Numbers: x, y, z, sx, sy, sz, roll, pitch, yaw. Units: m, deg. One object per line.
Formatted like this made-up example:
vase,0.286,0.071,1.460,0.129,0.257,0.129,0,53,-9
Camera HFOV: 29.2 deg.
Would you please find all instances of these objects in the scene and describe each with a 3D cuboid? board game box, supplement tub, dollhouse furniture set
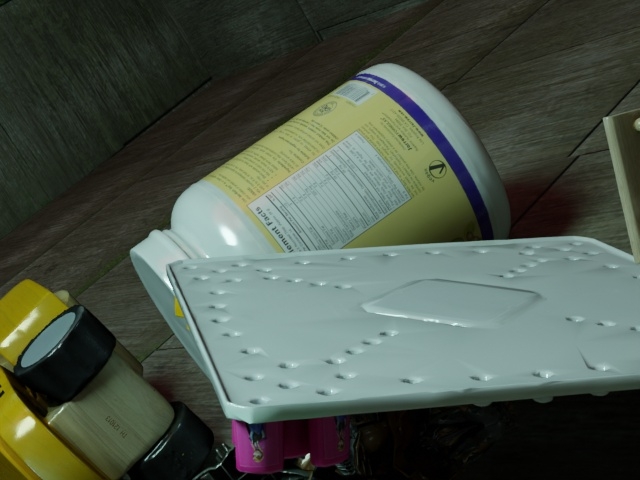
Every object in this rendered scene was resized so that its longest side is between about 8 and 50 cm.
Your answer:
board game box,0.098,0.067,0.911,0.390,0.050,0.390,-3,12,-12
supplement tub,0.000,0.000,1.249,0.331,0.241,0.241,-36,17,-14
dollhouse furniture set,0.340,-0.062,0.971,0.144,0.123,0.151,-16,4,-32

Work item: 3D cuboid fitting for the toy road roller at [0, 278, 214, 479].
toy road roller,-0.287,0.197,1.270,0.240,0.202,0.329,-46,21,-10

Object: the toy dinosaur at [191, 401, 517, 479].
toy dinosaur,-0.007,0.201,0.928,0.322,0.164,0.218,-45,-2,15
